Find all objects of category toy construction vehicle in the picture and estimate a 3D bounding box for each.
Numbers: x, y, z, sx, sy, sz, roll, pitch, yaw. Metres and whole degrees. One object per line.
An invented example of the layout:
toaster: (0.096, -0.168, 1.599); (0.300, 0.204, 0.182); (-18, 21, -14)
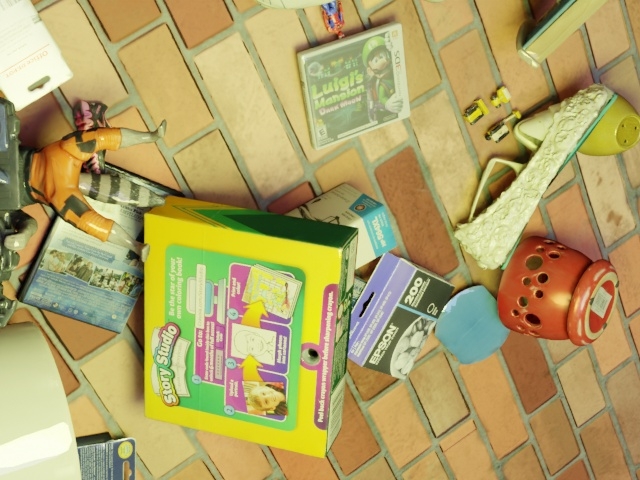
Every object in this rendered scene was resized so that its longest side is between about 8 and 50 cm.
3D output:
toy construction vehicle: (0.311, -0.227, 1.875); (0.098, 0.035, 0.086); (-42, 111, -11)

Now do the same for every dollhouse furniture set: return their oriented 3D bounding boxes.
dollhouse furniture set: (0.340, -0.501, 1.754); (0.303, 0.286, 0.198); (40, 129, -9)

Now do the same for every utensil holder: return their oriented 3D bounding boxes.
utensil holder: (-0.562, 0.297, 1.434); (0.385, 0.327, 0.327); (-13, 113, -25)

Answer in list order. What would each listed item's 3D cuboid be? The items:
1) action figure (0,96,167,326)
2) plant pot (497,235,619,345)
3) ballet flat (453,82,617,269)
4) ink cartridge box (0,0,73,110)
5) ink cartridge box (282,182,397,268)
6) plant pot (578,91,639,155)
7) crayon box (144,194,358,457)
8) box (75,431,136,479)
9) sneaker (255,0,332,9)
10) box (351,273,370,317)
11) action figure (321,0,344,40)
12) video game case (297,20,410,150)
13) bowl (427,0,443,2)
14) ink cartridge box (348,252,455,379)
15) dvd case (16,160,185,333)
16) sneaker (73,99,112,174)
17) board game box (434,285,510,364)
action figure: (-0.398, -0.040, 1.460); (0.330, 0.178, 0.341); (6, 93, 0)
plant pot: (0.453, 0.103, 1.950); (0.191, 0.174, 0.191); (-26, 125, -43)
ballet flat: (0.382, -0.136, 1.884); (0.147, 0.147, 0.409); (32, 93, -32)
ink cartridge box: (-0.438, -0.284, 1.441); (0.104, 0.060, 0.180); (-35, 120, -13)
ink cartridge box: (0.000, 0.000, 1.721); (0.203, 0.148, 0.086); (-28, 119, -17)
plant pot: (0.555, -0.217, 1.966); (0.134, 0.095, 0.134); (-9, 111, -24)
crayon box: (-0.116, 0.134, 1.617); (0.313, 0.106, 0.362); (11, 113, 14)
box: (-0.419, 0.396, 1.710); (0.225, 0.036, 0.136); (-5, 110, -25)
sneaker: (-0.087, -0.404, 1.539); (0.297, 0.129, 0.111); (4, 105, -28)
box: (0.017, 0.131, 1.830); (0.054, 0.059, 0.169); (28, 93, -33)
action figure: (0.016, -0.375, 1.668); (0.038, 0.030, 0.115); (-34, 122, -18)
video game case: (0.060, -0.258, 1.723); (0.190, 0.022, 0.173); (-22, 123, -19)
bowl: (0.183, -0.473, 1.705); (0.142, 0.053, 0.142); (17, 98, -30)
ink cartridge box: (0.136, 0.140, 1.871); (0.208, 0.045, 0.206); (24, 96, -49)
dvd case: (-0.343, 0.008, 1.620); (0.180, 0.022, 0.253); (23, 96, -31)
sneaker: (-0.331, -0.152, 1.546); (0.057, 0.047, 0.119); (-12, 96, -41)
board game box: (0.290, 0.160, 2.002); (0.133, 0.033, 0.168); (-45, 120, 1)
